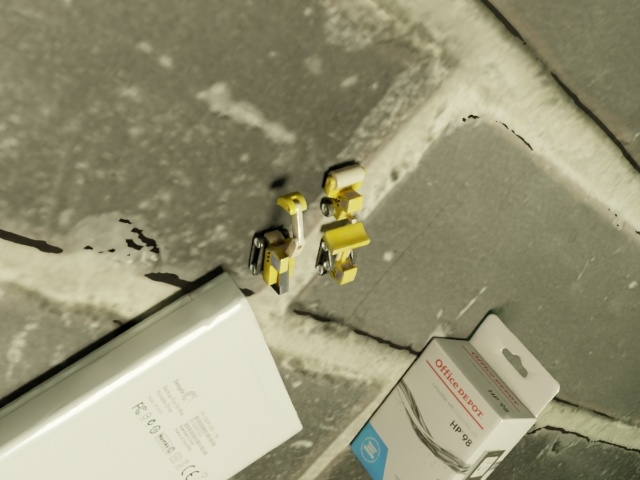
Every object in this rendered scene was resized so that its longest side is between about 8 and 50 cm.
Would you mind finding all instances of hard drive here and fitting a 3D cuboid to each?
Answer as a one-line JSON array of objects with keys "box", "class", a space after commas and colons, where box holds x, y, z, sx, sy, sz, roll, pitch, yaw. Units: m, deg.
[{"box": [-0.165, 0.165, 0.689, 0.307, 0.040, 0.203, -32, 145, -11], "class": "hard drive"}]

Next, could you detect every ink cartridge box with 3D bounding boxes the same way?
[{"box": [0.118, 0.161, 0.895, 0.060, 0.104, 0.180, 9, 122, -47], "class": "ink cartridge box"}]

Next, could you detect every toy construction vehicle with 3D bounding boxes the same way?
[{"box": [0.000, 0.000, 0.663, 0.086, 0.035, 0.098, -16, 139, -31], "class": "toy construction vehicle"}]
